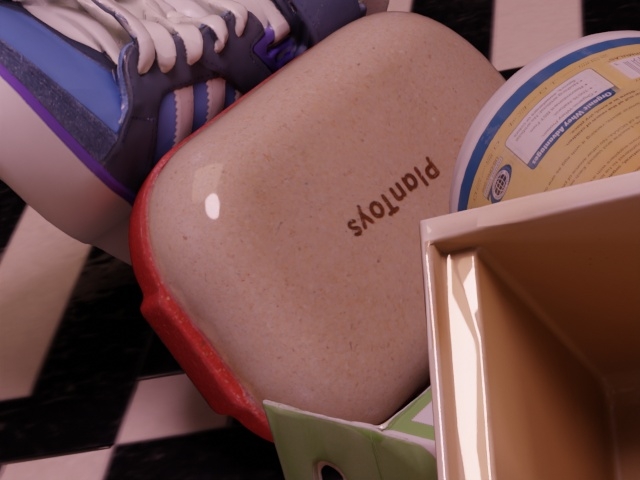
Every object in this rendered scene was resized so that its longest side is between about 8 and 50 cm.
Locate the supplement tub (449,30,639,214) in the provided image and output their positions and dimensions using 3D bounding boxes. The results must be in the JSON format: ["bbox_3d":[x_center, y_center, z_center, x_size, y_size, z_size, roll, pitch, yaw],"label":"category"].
[{"bbox_3d":[0.147,0.011,0.760,0.144,0.144,0.199,-21,27,-9],"label":"supplement tub"}]

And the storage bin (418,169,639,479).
[{"bbox_3d":[0.174,0.105,0.449,0.262,0.123,0.260,-13,62,21],"label":"storage bin"}]

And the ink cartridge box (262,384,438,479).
[{"bbox_3d":[0.087,0.102,0.664,0.209,0.109,0.062,10,37,41],"label":"ink cartridge box"}]

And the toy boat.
[{"bbox_3d":[0.000,0.000,0.903,0.231,0.151,0.151,-39,6,-37],"label":"toy boat"}]

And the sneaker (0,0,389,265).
[{"bbox_3d":[-0.068,-0.116,0.909,0.130,0.323,0.236,36,89,19],"label":"sneaker"}]
